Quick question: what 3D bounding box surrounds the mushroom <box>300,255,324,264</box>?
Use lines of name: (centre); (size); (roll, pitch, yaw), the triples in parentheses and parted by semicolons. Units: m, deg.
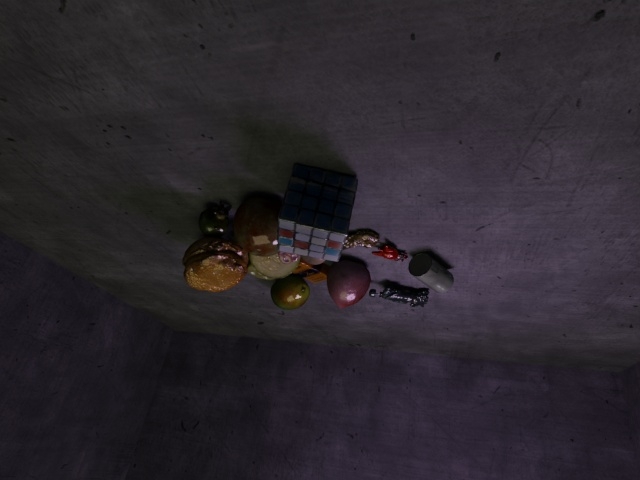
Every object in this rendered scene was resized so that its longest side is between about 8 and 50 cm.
mushroom: (-0.017, 0.007, 1.800); (0.206, 0.207, 0.209); (-9, 168, 32)

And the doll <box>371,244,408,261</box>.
doll: (0.341, 0.066, 1.924); (0.169, 0.057, 0.109); (25, 147, -24)

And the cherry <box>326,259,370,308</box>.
cherry: (0.145, 0.222, 2.097); (0.239, 0.240, 0.206); (21, 143, -20)

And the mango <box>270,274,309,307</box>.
mango: (-0.197, 0.318, 2.431); (0.225, 0.201, 0.382); (-3, 169, -22)

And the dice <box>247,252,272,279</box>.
dice: (-0.282, 0.094, 2.070); (0.169, 0.166, 0.169); (20, 150, -20)

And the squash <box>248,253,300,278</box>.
squash: (-0.218, 0.064, 1.932); (0.251, 0.252, 0.049); (20, -170, -18)

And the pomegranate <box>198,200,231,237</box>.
pomegranate: (-0.478, -0.096, 1.822); (0.148, 0.149, 0.169); (17, 126, -12)

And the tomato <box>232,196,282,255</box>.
tomato: (-0.245, -0.047, 1.730); (0.270, 0.223, 0.270); (10, 151, 6)

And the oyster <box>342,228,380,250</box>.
oyster: (0.121, 0.019, 1.908); (0.344, 0.079, 0.128); (-11, 154, 30)

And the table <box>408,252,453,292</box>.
table: (0.538, 0.160, 1.959); (0.126, 0.127, 0.220); (-17, 141, 41)

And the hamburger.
hamburger: (-0.487, 0.104, 1.878); (0.289, 0.170, 0.314); (18, 136, -35)

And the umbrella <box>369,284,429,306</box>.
umbrella: (0.446, 0.307, 2.296); (0.348, 0.094, 0.143); (7, 134, -6)

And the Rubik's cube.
Rubik's cube: (-0.018, -0.097, 1.532); (0.258, 0.256, 0.253); (12, 152, -1)

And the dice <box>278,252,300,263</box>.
dice: (-0.148, 0.048, 1.866); (0.093, 0.094, 0.091); (-22, 110, 4)

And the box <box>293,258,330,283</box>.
box: (-0.064, 0.153, 2.216); (0.237, 0.070, 0.152); (28, 147, -34)
